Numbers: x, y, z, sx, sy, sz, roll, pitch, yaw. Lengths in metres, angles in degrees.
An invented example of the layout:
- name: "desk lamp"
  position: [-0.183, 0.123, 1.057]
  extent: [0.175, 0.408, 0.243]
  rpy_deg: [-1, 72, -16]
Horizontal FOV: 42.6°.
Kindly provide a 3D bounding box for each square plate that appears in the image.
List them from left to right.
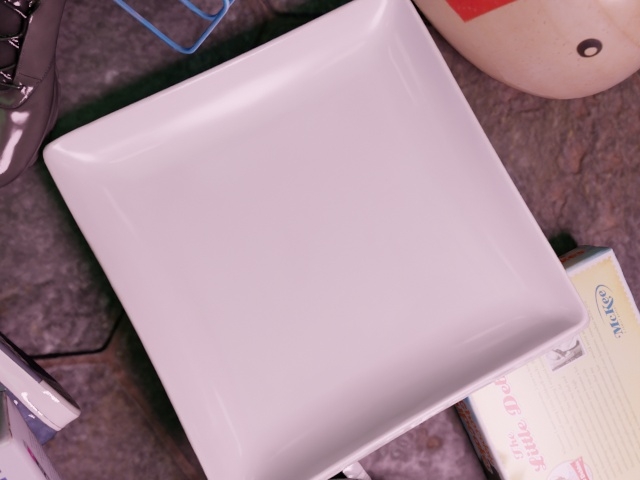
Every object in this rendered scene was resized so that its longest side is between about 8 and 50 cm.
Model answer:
- name: "square plate"
  position: [0.000, 0.000, 0.697]
  extent: [0.344, 0.049, 0.347]
  rpy_deg: [-28, 84, -10]

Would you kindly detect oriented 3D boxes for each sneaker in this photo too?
- name: "sneaker"
  position: [-0.325, 0.112, 0.634]
  extent: [0.163, 0.086, 0.226]
  rpy_deg: [-43, 101, -11]
- name: "sneaker"
  position: [-0.242, -0.180, 0.624]
  extent: [0.109, 0.130, 0.286]
  rpy_deg: [10, 91, -15]

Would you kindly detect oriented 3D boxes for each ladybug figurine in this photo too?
- name: "ladybug figurine"
  position: [0.187, -0.345, 0.697]
  extent: [0.305, 0.162, 0.449]
  rpy_deg: [-26, 97, -13]

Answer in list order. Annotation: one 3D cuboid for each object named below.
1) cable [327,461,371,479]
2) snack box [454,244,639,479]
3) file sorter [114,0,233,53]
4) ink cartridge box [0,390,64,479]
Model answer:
- name: "cable"
  position: [0.018, 0.343, 0.718]
  extent: [0.257, 0.089, 0.257]
  rpy_deg: [39, 83, -11]
- name: "snack box"
  position: [0.247, 0.188, 0.781]
  extent: [0.187, 0.060, 0.322]
  rpy_deg: [-26, 97, -11]
- name: "file sorter"
  position: [-0.086, -0.250, 0.642]
  extent: [0.104, 0.118, 0.170]
  rpy_deg: [38, 65, -16]
- name: "ink cartridge box"
  position: [-0.303, 0.308, 0.587]
  extent: [0.324, 0.071, 0.330]
  rpy_deg: [-26, 121, -12]
